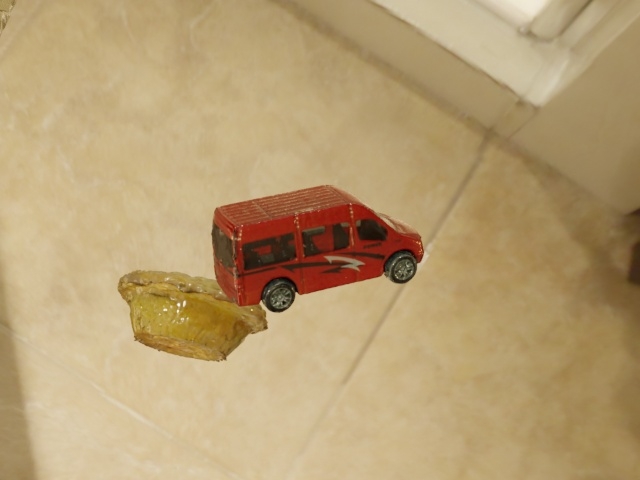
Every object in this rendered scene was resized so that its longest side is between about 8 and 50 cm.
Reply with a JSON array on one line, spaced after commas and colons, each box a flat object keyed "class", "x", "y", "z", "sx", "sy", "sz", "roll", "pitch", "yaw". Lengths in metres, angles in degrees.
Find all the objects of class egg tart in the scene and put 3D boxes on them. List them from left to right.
[{"class": "egg tart", "x": -0.222, "y": 0.131, "z": 1.743, "sx": 0.288, "sy": 0.288, "sz": 0.118, "roll": 16, "pitch": 70, "yaw": -4}]

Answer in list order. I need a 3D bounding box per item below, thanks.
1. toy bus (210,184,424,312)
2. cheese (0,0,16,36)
[{"class": "toy bus", "x": 0.000, "y": 0.000, "z": 0.946, "sx": 0.195, "sy": 0.081, "sz": 0.089, "roll": -12, "pitch": 115, "yaw": -20}, {"class": "cheese", "x": -0.394, "y": -0.112, "z": 0.864, "sx": 0.104, "sy": 0.384, "sz": 0.384, "roll": 45, "pitch": 73, "yaw": -29}]
